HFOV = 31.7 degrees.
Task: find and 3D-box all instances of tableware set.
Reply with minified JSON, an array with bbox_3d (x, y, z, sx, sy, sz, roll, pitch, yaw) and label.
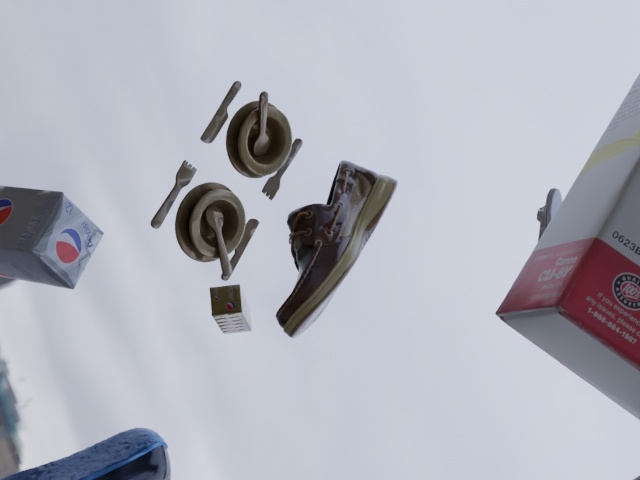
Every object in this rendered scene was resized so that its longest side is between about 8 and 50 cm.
[{"bbox_3d":[-0.086,-0.063,1.213,0.039,0.194,0.128,14,-19,46],"label":"tableware set"}]

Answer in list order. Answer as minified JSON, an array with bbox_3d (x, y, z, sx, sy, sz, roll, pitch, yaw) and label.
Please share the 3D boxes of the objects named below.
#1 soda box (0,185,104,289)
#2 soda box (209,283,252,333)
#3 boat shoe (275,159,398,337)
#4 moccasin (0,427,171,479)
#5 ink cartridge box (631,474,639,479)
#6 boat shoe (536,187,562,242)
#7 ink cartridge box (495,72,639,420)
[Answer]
[{"bbox_3d":[-0.430,-0.012,1.487,0.286,0.091,0.098,7,-29,33],"label":"soda box"},{"bbox_3d":[-0.176,0.137,2.224,0.181,0.061,0.058,80,3,-73],"label":"soda box"},{"bbox_3d":[0.000,0.000,1.693,0.123,0.342,0.123,32,-37,1],"label":"boat shoe"},{"bbox_3d":[-0.373,0.394,1.643,0.138,0.342,0.116,-139,-146,-63],"label":"moccasin"},{"bbox_3d":[0.477,0.372,1.386,0.056,0.225,0.181,-38,-122,23],"label":"ink cartridge box"},{"bbox_3d":[0.347,-0.036,1.728,0.035,0.035,0.100,19,-53,36],"label":"boat shoe"},{"bbox_3d":[0.426,-0.001,1.273,0.279,0.384,0.160,35,-15,-8],"label":"ink cartridge box"}]
